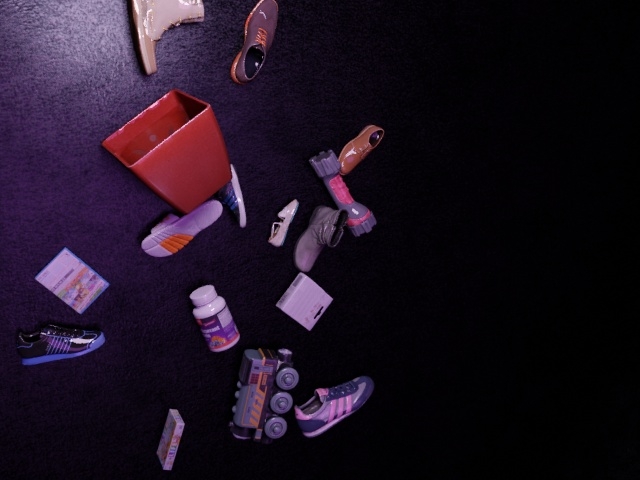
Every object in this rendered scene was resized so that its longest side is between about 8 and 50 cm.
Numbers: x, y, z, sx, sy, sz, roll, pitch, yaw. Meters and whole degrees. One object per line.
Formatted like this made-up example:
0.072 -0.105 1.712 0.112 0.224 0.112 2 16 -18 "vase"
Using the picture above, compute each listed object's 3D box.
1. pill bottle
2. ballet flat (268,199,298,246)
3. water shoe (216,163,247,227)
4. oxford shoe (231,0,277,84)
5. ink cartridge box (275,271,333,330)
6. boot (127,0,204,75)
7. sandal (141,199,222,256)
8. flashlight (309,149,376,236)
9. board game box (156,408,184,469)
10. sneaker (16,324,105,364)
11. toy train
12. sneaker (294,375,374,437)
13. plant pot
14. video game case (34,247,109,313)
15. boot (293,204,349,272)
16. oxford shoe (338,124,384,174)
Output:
-0.337 0.243 1.912 0.108 0.108 0.194 -27 111 -19 "pill bottle"
-0.123 -0.061 1.985 0.052 0.057 0.168 21 91 -19 "ballet flat"
-0.281 -0.135 1.892 0.080 0.073 0.203 -12 103 -1 "water shoe"
-0.180 -0.595 1.814 0.096 0.098 0.272 17 93 -29 "oxford shoe"
-0.053 0.211 2.097 0.145 0.045 0.179 -53 136 -8 "ink cartridge box"
-0.423 -0.601 1.697 0.203 0.095 0.262 -11 101 -26 "boot"
-0.417 -0.047 1.826 0.265 0.076 0.102 -33 137 -5 "sandal"
0.081 -0.159 2.035 0.103 0.103 0.304 -32 116 -6 "flashlight"
-0.477 0.630 1.928 0.026 0.103 0.154 15 94 -28 "board game box"
-0.740 0.283 1.733 0.232 0.081 0.091 -12 113 -23 "sneaker"
-0.194 0.518 2.037 0.190 0.142 0.334 11 98 -16 "toy train"
0.050 0.566 2.174 0.318 0.112 0.131 -34 117 -18 "sneaker"
-0.405 -0.232 1.706 0.267 0.267 0.236 -41 129 -13 "plant pot"
-0.713 0.117 1.749 0.119 0.015 0.166 -48 117 -11 "video game case"
0.000 0.000 1.998 0.083 0.161 0.247 22 91 -28 "boot"
0.134 -0.307 2.049 0.076 0.076 0.212 42 83 -29 "oxford shoe"
